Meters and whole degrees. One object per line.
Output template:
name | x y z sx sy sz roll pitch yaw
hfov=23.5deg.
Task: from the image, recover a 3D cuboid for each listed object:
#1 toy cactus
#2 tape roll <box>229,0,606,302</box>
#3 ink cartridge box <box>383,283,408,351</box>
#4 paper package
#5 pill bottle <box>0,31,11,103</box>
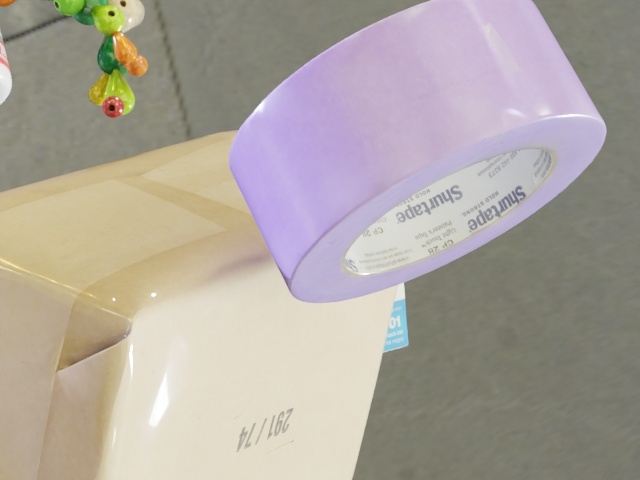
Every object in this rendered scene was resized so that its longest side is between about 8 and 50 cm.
toy cactus | -0.228 -0.223 1.534 0.112 0.180 0.219 -31 88 15
tape roll | 0.051 -0.047 0.825 0.189 0.189 0.080 -35 71 22
ink cartridge box | 0.000 0.000 1.350 0.139 0.082 0.191 8 104 54
paper package | -0.107 0.113 0.977 0.168 0.325 0.310 21 112 25
pill bottle | -0.446 -0.280 1.696 0.161 0.161 0.283 -21 75 24
